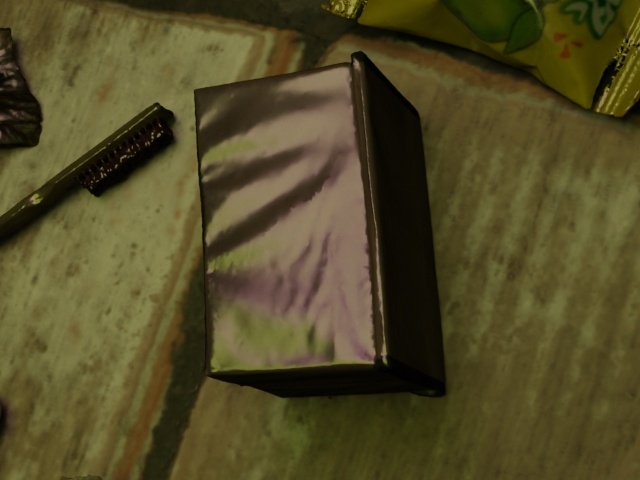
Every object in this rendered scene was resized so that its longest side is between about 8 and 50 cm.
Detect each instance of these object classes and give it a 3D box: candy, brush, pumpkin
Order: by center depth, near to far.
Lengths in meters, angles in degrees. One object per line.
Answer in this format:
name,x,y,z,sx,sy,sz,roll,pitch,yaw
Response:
candy,0.166,-0.228,1.304,0.297,0.081,0.187,24,88,17
brush,-0.236,-0.044,1.418,0.248,0.043,0.036,-34,75,8
pumpkin,-0.405,-0.137,1.456,0.248,0.126,0.131,-13,74,15

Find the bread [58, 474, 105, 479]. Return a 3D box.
bread,-0.181,0.283,1.290,0.119,0.084,0.177,-12,76,16

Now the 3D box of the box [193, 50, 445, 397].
box,0.000,0.000,1.248,0.153,0.188,0.252,-8,75,17
